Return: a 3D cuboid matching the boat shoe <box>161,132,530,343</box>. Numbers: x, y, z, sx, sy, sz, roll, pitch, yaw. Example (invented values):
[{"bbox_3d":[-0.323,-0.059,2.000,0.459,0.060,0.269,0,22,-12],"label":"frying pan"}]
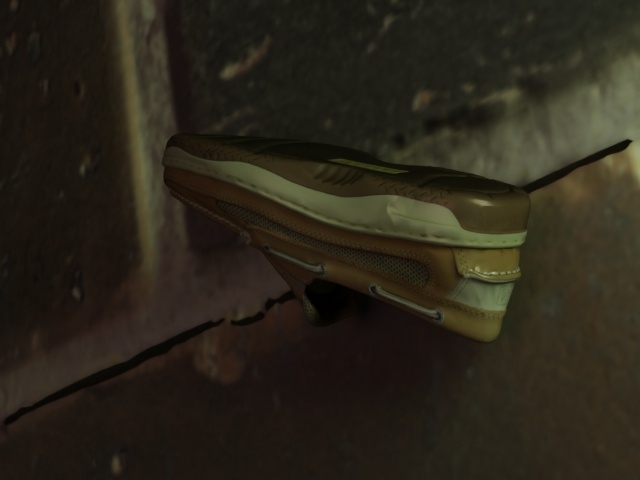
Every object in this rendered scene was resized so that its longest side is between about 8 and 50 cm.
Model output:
[{"bbox_3d":[0.000,0.000,0.720,0.190,0.068,0.072,17,106,47],"label":"boat shoe"}]
